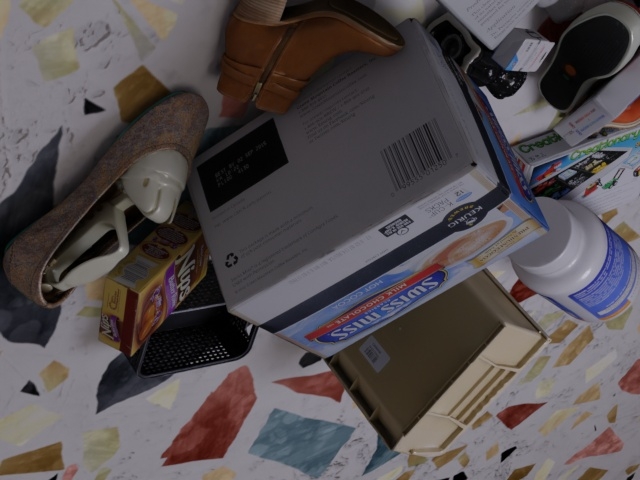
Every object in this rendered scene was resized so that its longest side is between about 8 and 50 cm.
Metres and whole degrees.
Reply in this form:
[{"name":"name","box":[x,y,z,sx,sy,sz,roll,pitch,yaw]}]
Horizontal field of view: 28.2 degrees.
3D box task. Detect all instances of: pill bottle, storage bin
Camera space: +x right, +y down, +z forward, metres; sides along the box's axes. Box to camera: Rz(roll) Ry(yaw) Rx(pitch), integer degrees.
[{"name":"pill bottle","box":[0.386,0.025,1.969,0.152,0.152,0.272,-46,145,10]},{"name":"storage bin","box":[0.150,0.142,1.885,0.260,0.262,0.123,-50,142,15]},{"name":"storage bin","box":[-0.176,0.103,1.711,0.180,0.084,0.122,-8,135,-35]}]

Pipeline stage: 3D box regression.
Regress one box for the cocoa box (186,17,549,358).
[{"name":"cocoa box","box":[0.054,-0.052,1.548,0.347,0.231,0.228,-31,147,18]}]

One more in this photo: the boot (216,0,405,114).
[{"name":"boot","box":[-0.015,-0.209,1.463,0.197,0.073,0.152,21,117,-2]}]

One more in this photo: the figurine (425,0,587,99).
[{"name":"figurine","box":[0.258,-0.287,1.676,0.215,0.092,0.209,-51,151,15]}]

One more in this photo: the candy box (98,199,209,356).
[{"name":"candy box","box":[-0.200,0.044,1.576,0.187,0.053,0.109,-52,162,-48]}]

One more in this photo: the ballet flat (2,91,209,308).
[{"name":"ballet flat","box":[-0.232,-0.036,1.489,0.316,0.106,0.107,-44,143,7]}]

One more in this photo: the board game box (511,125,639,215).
[{"name":"board game box","box":[0.419,-0.108,2.027,0.305,0.053,0.193,-20,141,-24]}]

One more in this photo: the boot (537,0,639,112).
[{"name":"boot","box":[0.404,-0.288,1.730,0.176,0.088,0.244,-41,175,-20]}]

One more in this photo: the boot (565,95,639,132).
[{"name":"boot","box":[0.448,-0.214,1.937,0.158,0.059,0.085,-12,132,-31]}]

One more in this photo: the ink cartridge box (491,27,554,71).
[{"name":"ink cartridge box","box":[0.258,-0.242,1.616,0.083,0.028,0.048,-6,135,-53]}]

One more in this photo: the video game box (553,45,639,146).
[{"name":"video game box","box":[0.436,-0.229,1.789,0.205,0.048,0.187,-43,-179,-10]}]

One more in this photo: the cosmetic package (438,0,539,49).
[{"name":"cosmetic package","box":[0.136,-0.397,1.380,0.217,0.156,0.385,-46,143,9]}]
